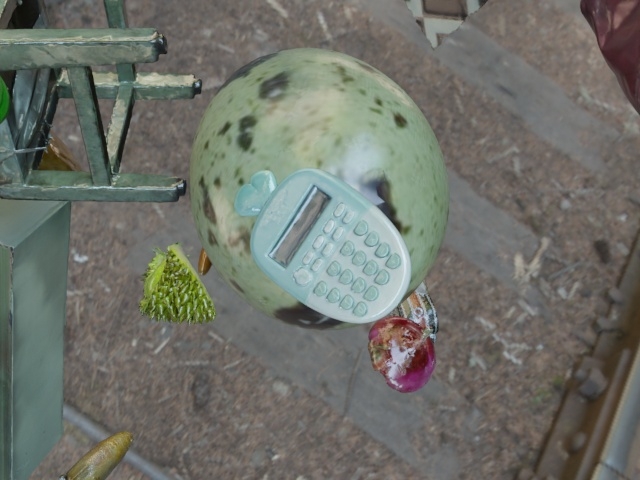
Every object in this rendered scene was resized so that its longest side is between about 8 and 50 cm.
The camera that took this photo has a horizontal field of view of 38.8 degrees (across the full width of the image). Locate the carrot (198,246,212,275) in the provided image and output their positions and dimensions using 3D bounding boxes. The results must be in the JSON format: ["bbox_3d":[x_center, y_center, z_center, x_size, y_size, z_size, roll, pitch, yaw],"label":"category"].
[{"bbox_3d":[-0.126,-0.015,1.149,0.035,0.035,0.142,25,66,-9],"label":"carrot"}]

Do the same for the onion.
[{"bbox_3d":[0.171,0.199,1.693,0.150,0.140,0.150,24,48,-31],"label":"onion"}]

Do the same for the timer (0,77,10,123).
[{"bbox_3d":[-0.162,-0.050,0.299,0.136,0.099,0.136,14,64,-29],"label":"timer"}]

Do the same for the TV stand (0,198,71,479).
[{"bbox_3d":[-0.269,0.082,0.766,0.083,0.269,0.088,19,33,9],"label":"TV stand"}]

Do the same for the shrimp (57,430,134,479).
[{"bbox_3d":[-0.395,0.414,1.512,0.066,0.117,0.262,30,37,17],"label":"shrimp"}]

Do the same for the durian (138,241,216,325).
[{"bbox_3d":[-0.290,0.090,1.885,0.158,0.352,0.169,8,84,-13],"label":"durian"}]

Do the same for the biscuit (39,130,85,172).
[{"bbox_3d":[-0.327,-0.149,0.887,0.041,0.208,0.290,-45,80,-6],"label":"biscuit"}]

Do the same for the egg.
[{"bbox_3d":[-0.008,-0.069,1.026,0.288,0.287,0.379,-1,42,-25],"label":"egg"}]

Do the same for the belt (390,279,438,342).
[{"bbox_3d":[0.193,0.074,2.153,0.094,0.126,0.359,-10,74,-13],"label":"belt"}]

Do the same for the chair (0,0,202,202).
[{"bbox_3d":[-0.227,-0.121,0.631,0.271,0.147,0.136,0,48,-1],"label":"chair"}]

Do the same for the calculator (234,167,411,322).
[{"bbox_3d":[0.000,0.000,0.689,0.153,0.095,0.021,37,13,17],"label":"calculator"}]

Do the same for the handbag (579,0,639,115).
[{"bbox_3d":[0.307,-0.166,0.621,0.146,0.225,0.135,33,27,-42],"label":"handbag"}]

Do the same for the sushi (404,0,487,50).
[{"bbox_3d":[0.095,-0.281,0.615,0.047,0.231,0.219,-29,87,-30],"label":"sushi"}]
